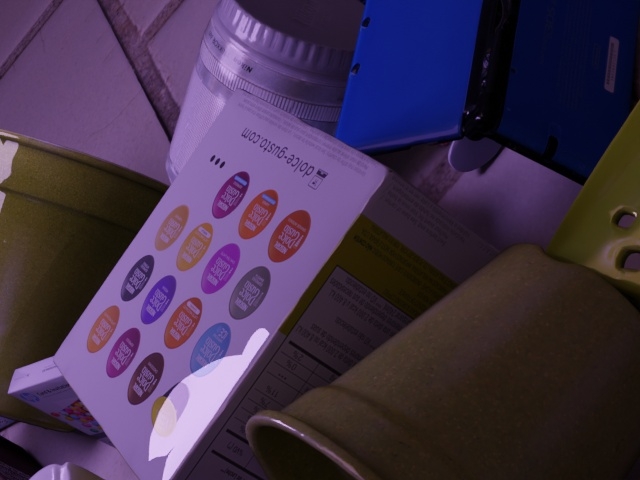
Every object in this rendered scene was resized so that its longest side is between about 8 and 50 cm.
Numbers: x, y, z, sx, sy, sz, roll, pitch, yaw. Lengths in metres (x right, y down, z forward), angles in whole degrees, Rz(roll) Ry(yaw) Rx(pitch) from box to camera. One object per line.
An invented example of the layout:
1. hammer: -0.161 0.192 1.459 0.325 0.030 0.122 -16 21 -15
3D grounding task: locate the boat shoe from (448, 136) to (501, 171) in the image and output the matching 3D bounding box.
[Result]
1. boat shoe: 0.192 -0.137 1.685 0.142 0.049 0.040 -53 12 1

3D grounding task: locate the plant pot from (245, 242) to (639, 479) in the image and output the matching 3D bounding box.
1. plant pot: 0.127 0.147 1.147 0.254 0.276 0.276 -45 28 -18

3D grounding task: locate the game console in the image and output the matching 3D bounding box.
1. game console: 0.181 -0.184 1.582 0.173 0.250 0.293 -40 31 52

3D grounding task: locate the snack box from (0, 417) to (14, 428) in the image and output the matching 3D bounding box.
1. snack box: -0.486 0.186 2.270 0.174 0.070 0.207 -28 42 38

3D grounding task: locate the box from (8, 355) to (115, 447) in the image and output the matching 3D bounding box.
1. box: -0.267 0.199 1.849 0.145 0.186 0.038 -20 46 43

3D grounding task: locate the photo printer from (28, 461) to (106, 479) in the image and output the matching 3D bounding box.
1. photo printer: -0.154 0.376 1.409 0.107 0.307 0.256 -41 31 20

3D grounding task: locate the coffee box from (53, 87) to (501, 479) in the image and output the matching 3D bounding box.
1. coffee box: 0.011 0.113 1.404 0.334 0.338 0.337 -55 30 0

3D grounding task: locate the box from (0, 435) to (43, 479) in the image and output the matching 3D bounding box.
1. box: -0.426 0.343 1.929 0.381 0.191 0.143 19 76 57

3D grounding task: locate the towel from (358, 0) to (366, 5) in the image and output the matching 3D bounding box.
1. towel: 0.043 -0.369 1.992 0.243 0.040 0.336 -18 32 15

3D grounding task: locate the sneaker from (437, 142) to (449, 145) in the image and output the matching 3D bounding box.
1. sneaker: 0.156 -0.179 1.704 0.075 0.063 0.170 -56 -10 -27

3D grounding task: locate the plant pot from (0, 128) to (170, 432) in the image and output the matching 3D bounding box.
1. plant pot: -0.393 0.064 2.040 0.366 0.366 0.353 5 77 55

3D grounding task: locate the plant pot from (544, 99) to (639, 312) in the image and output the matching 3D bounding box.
1. plant pot: 0.352 0.003 1.168 0.227 0.228 0.207 -56 37 -3

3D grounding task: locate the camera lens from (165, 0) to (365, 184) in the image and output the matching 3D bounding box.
1. camera lens: -0.053 -0.154 1.795 0.219 0.219 0.274 -110 35 -54
